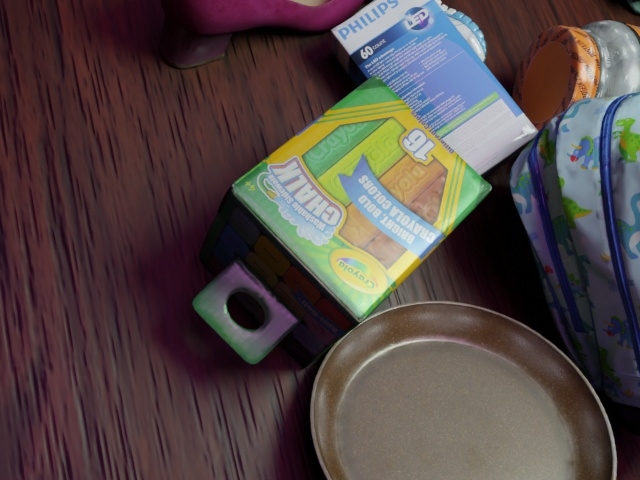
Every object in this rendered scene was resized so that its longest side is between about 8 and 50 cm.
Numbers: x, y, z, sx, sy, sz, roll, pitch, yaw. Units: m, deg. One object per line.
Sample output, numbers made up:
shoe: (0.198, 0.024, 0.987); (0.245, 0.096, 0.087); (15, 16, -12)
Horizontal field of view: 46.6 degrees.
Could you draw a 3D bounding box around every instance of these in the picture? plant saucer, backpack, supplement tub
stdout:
plant saucer: (0.142, 0.197, 0.768); (0.311, 0.050, 0.310); (4, 45, -4)
backpack: (0.373, 0.002, 0.856); (0.290, 0.274, 0.355); (-43, 130, -35)
supplement tub: (0.439, -0.186, 1.016); (0.316, 0.193, 0.193); (8, 65, -17)

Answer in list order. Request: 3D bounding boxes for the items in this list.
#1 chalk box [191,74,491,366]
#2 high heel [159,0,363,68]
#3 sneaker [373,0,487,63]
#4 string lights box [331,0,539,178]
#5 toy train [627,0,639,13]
chalk box: (0.000, 0.000, 0.778); (0.180, 0.179, 0.289); (45, 60, 3)
high heel: (-0.029, -0.338, 0.915); (0.377, 0.181, 0.127); (-39, 85, -29)
sneaker: (0.146, -0.295, 1.034); (0.083, 0.071, 0.190); (-39, 76, -23)
string lights box: (0.140, -0.191, 0.947); (0.133, 0.077, 0.259); (-34, 81, -3)
toy train: (0.613, -0.495, 1.223); (0.334, 0.142, 0.190); (-21, 98, -27)
